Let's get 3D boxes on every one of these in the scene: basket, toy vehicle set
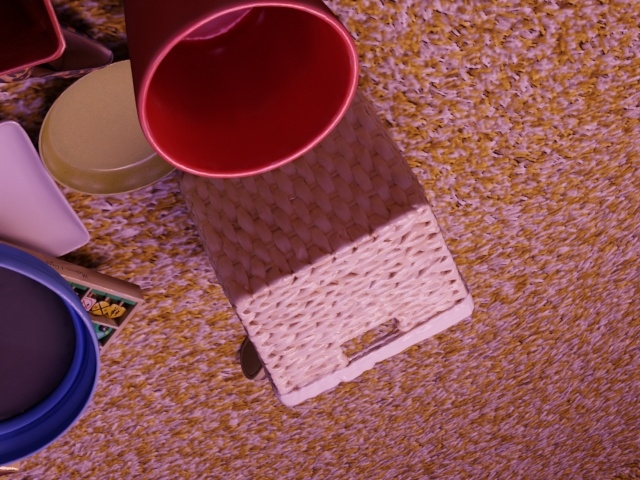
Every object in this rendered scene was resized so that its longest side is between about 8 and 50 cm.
[{"bbox_3d":[0.000,0.000,1.800,0.328,0.331,0.266,-27,140,1],"label":"basket"},{"bbox_3d":[-0.417,0.098,1.816,0.266,0.035,0.166,21,120,-36],"label":"toy vehicle set"}]

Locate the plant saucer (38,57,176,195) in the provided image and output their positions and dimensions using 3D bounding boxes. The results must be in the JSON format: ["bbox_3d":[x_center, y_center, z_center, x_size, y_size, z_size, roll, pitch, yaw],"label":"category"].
[{"bbox_3d":[-0.272,-0.162,1.687,0.241,0.037,0.241,-18,142,-15],"label":"plant saucer"}]

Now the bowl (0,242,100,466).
[{"bbox_3d":[-0.511,0.163,1.737,0.391,0.077,0.391,-7,125,-10],"label":"bowl"}]

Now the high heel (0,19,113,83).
[{"bbox_3d":[-0.310,-0.229,1.456,0.186,0.261,0.093,1,99,-25],"label":"high heel"}]

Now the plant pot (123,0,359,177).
[{"bbox_3d":[-0.120,-0.255,1.510,0.274,0.243,0.275,-15,141,-13],"label":"plant pot"}]

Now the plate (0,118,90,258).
[{"bbox_3d":[-0.497,-0.036,1.710,0.278,0.045,0.277,-24,141,-2],"label":"plate"}]

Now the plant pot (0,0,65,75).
[{"bbox_3d":[-0.444,-0.317,1.254,0.267,0.236,0.267,-20,135,-8],"label":"plant pot"}]

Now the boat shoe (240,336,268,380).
[{"bbox_3d":[-0.025,0.139,2.127,0.103,0.113,0.302,6,142,-36],"label":"boat shoe"}]

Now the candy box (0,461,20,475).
[{"bbox_3d":[-0.657,0.330,1.945,0.316,0.088,0.183,10,159,-36],"label":"candy box"}]
